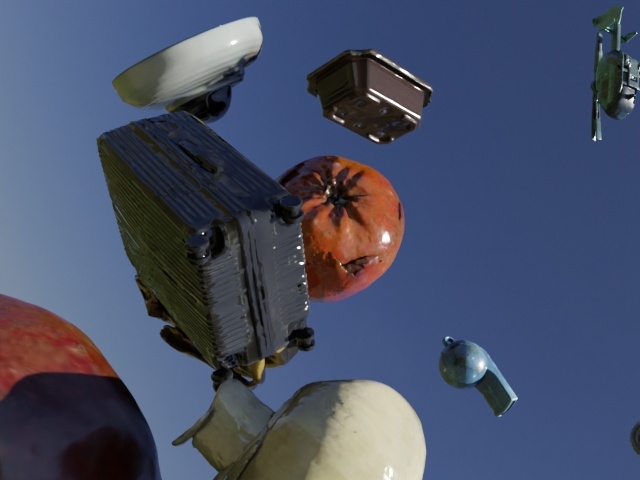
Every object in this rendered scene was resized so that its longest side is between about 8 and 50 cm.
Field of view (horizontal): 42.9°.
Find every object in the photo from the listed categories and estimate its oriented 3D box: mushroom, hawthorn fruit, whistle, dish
[{"bbox_3d":[-0.026,0.207,0.693,0.202,0.246,0.246,44,-28,3],"label":"mushroom"},{"bbox_3d":[-0.300,0.203,0.765,0.308,0.325,0.308,-25,-121,51],"label":"hawthorn fruit"},{"bbox_3d":[0.248,0.222,1.360,0.090,0.090,0.158,98,-30,-48],"label":"whistle"},{"bbox_3d":[-0.205,-0.269,1.405,0.273,0.273,0.133,-5,-67,63],"label":"dish"},{"bbox_3d":[0.000,0.000,1.522,0.276,0.276,0.307,57,-37,18],"label":"hawthorn fruit"}]

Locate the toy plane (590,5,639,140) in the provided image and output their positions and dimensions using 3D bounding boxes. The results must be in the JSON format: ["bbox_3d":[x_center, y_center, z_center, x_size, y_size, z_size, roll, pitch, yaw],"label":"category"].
[{"bbox_3d":[0.478,-0.280,1.322,0.096,0.060,0.234,-24,-125,62],"label":"toy plane"}]

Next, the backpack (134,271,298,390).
[{"bbox_3d":[-0.194,0.080,1.464,0.378,0.201,0.353,17,-47,46],"label":"backpack"}]

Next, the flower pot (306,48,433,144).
[{"bbox_3d":[0.100,-0.269,1.611,0.179,0.251,0.084,-25,-124,39],"label":"flower pot"}]

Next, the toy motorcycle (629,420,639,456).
[{"bbox_3d":[0.656,0.361,1.387,0.254,0.135,0.092,32,-11,37],"label":"toy motorcycle"}]

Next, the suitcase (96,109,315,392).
[{"bbox_3d":[-0.155,-0.006,1.043,0.335,0.152,0.229,40,-36,45],"label":"suitcase"}]
